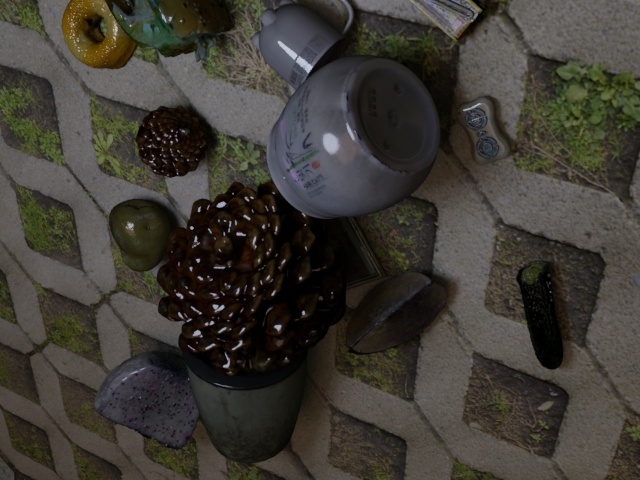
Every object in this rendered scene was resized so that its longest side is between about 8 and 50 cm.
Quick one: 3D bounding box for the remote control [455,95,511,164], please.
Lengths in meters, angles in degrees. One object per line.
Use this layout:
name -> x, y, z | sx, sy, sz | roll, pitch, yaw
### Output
remote control -> 0.299, -0.201, 1.200 | 0.074, 0.032, 0.122 | -19, 105, 33

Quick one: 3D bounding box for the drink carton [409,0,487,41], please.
drink carton -> 0.199, -0.424, 1.119 | 0.165, 0.056, 0.071 | 41, 129, 2

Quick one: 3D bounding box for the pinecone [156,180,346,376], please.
pinecone -> -0.135, 0.092, 1.354 | 0.397, 0.398, 0.398 | 12, 120, 21

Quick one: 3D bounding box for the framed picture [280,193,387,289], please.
framed picture -> 0.000, 0.000, 1.469 | 0.217, 0.017, 0.274 | -23, 104, 35

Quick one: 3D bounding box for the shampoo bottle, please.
shampoo bottle -> 0.055, -0.178, 1.176 | 0.273, 0.273, 0.266 | 55, 143, -8

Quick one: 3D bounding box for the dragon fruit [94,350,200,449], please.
dragon fruit -> -0.458, 0.413, 1.815 | 0.282, 0.204, 0.221 | 30, 97, -21

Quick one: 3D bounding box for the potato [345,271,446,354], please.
potato -> 0.170, 0.150, 1.436 | 0.261, 0.100, 0.120 | -41, 132, 22

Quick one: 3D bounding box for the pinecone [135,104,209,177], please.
pinecone -> -0.332, -0.213, 1.448 | 0.173, 0.173, 0.174 | 12, 120, 21

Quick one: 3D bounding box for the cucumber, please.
cucumber -> 0.443, 0.163, 1.300 | 0.067, 0.067, 0.245 | -6, 111, 29

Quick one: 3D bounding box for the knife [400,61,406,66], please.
knife -> 0.158, -0.277, 1.240 | 0.031, 0.018, 0.121 | 13, 121, 33

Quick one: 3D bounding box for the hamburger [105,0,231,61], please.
hamburger -> -0.316, -0.479, 1.280 | 0.167, 0.192, 0.288 | -27, 102, 25

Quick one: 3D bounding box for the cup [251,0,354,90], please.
cup -> -0.035, -0.384, 1.212 | 0.142, 0.134, 0.173 | 42, 128, 3

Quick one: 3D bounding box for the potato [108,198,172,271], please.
potato -> -0.442, -0.008, 1.609 | 0.157, 0.157, 0.194 | 18, 124, 18

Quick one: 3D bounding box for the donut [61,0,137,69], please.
donut -> -0.490, -0.464, 1.436 | 0.190, 0.074, 0.174 | -20, 105, 33

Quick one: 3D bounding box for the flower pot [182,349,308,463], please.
flower pot -> -0.172, 0.361, 1.588 | 0.293, 0.294, 0.331 | 14, 125, 20
